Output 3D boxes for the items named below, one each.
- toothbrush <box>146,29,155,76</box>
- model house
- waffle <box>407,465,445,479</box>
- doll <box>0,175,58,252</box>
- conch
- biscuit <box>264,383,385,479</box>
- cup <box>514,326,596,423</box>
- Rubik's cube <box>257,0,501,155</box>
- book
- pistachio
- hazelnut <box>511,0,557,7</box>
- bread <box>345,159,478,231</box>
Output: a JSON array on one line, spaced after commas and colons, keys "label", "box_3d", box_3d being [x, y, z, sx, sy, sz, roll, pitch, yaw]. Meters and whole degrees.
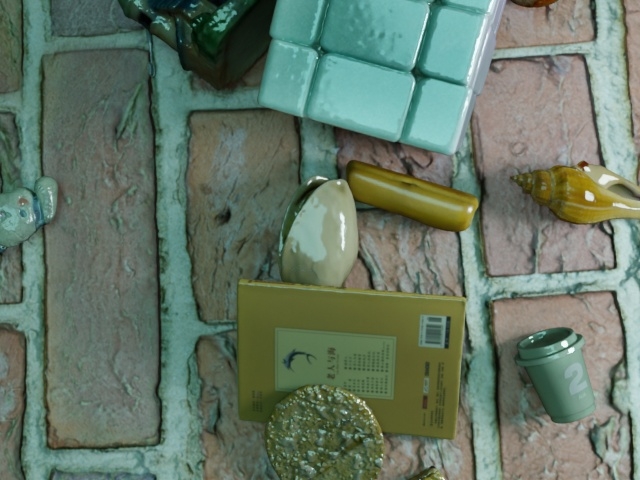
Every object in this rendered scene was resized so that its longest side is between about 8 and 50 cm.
[{"label": "toothbrush", "box_3d": [-0.328, -0.393, 1.614, 0.011, 0.014, 0.167, -8, 83, 15]}, {"label": "model house", "box_3d": [-0.190, -0.475, 1.490, 0.280, 0.245, 0.312, 40, 81, 6]}, {"label": "waffle", "box_3d": [0.125, 0.547, 1.421, 0.308, 0.091, 0.213, -34, 80, 2]}, {"label": "doll", "box_3d": [-0.579, -0.042, 1.583, 0.214, 0.071, 0.104, -31, 93, -5]}, {"label": "conch", "box_3d": [0.476, -0.064, 1.445, 0.330, 0.109, 0.093, 17, 126, -11]}, {"label": "biscuit", "box_3d": [0.007, 0.350, 1.459, 0.219, 0.033, 0.220, 2, 103, 9]}, {"label": "cup", "box_3d": [0.395, 0.227, 1.413, 0.120, 0.120, 0.141, -18, 94, 5]}, {"label": "Rubik's cube", "box_3d": [0.114, -0.327, 1.370, 0.321, 0.319, 0.316, 15, 101, 10]}, {"label": "book", "box_3d": [0.045, 0.205, 1.445, 0.388, 0.032, 0.269, 5, 108, 8]}, {"label": "pistachio", "box_3d": [0.000, 0.000, 1.470, 0.152, 0.126, 0.223, 12, 92, -36]}, {"label": "hazelnut", "box_3d": [0.376, -0.484, 1.479, 0.154, 0.143, 0.143, 38, 90, 26]}, {"label": "bread", "box_3d": [0.154, -0.076, 1.483, 0.239, 0.092, 0.074, 18, 107, 10]}]
